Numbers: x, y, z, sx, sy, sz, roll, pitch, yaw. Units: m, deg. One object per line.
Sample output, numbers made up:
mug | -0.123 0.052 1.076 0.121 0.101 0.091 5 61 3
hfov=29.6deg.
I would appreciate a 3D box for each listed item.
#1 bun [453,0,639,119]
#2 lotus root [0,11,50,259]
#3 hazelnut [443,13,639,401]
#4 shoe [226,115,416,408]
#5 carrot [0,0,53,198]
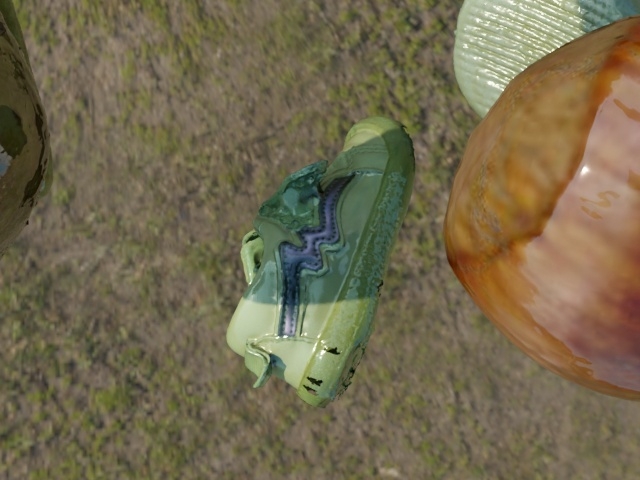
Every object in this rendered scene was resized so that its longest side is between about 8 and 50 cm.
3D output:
bun | 0.242 -0.181 1.191 0.108 0.221 0.221 -30 134 -46
lotus root | -0.202 -0.053 0.591 0.128 0.260 0.145 -34 84 -31
hazelnut | 0.179 -0.016 0.665 0.214 0.176 0.214 9 111 24
shoe | 0.007 0.002 0.954 0.128 0.262 0.140 23 147 -15
carrot | -0.331 -0.211 1.188 0.074 0.074 0.358 -14 90 -5
